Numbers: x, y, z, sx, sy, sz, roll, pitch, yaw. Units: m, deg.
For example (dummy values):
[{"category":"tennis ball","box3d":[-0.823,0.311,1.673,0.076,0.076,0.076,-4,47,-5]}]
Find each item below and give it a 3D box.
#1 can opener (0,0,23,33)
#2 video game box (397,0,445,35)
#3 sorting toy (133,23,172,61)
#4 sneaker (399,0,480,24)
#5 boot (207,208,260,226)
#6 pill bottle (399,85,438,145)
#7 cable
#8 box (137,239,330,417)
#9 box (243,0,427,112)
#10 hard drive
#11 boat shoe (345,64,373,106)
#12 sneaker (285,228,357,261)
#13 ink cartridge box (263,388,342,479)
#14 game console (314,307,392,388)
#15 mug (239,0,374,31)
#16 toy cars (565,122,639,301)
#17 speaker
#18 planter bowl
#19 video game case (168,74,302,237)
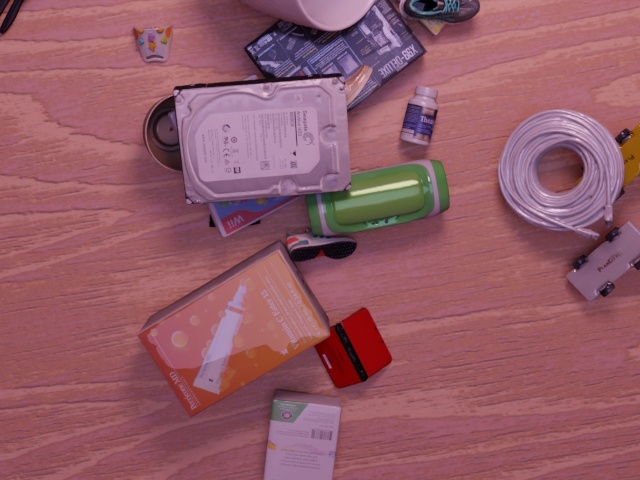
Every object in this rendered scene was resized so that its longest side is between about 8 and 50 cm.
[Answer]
[{"category":"can opener","box3d":[-0.637,-0.518,1.861,0.059,0.073,0.186,38,104,-14]},{"category":"video game box","box3d":[0.232,-0.569,1.875,0.205,0.048,0.187,44,93,-6]},{"category":"sorting toy","box3d":[-0.355,-0.417,1.893,0.083,0.045,0.075,-3,117,-1]},{"category":"sneaker","box3d":[0.248,-0.477,1.828,0.166,0.076,0.065,-2,100,-1]},{"category":"boot","box3d":[-0.192,-0.080,1.935,0.121,0.045,0.099,-2,95,0]},{"category":"pill bottle","box3d":[0.214,-0.266,1.905,0.067,0.067,0.120,13,97,-3]},{"category":"cable","box3d":[0.507,-0.147,1.880,0.257,0.089,0.257,14,102,21]},{"category":"box","box3d":[-0.180,0.183,1.906,0.345,0.168,0.215,-31,97,3]},{"category":"box","box3d":[0.032,-0.401,1.879,0.307,0.076,0.242,-38,97,4]},{"category":"hard drive","box3d":[-0.113,-0.202,1.778,0.338,0.064,0.237,-5,109,-5]},{"category":"boat shoe","box3d":[0.036,-0.300,1.823,0.059,0.063,0.170,40,97,-13]},{"category":"sneaker","box3d":[0.000,0.000,1.941,0.161,0.075,0.057,-6,137,-22]},{"category":"ink cartridge box","box3d":[-0.041,0.452,1.983,0.154,0.093,0.212,6,96,-1]},{"category":"game console","box3d":[0.068,0.242,1.997,0.124,0.085,0.144,-22,98,33]},{"category":"mug","box3d":[-0.076,-0.615,1.699,0.276,0.328,0.374,-30,132,-38]},{"category":"toy cars","box3d":[0.642,-0.060,1.931,0.176,0.087,0.394,8,101,24]},{"category":"speaker","box3d":[0.119,-0.091,1.898,0.296,0.131,0.131,-11,98,0]},{"category":"planter bowl","box3d":[-0.302,-0.229,1.866,0.162,0.109,0.162,-5,103,-26]},{"category":"video game case","box3d":[-0.173,-0.176,1.865,0.204,0.025,0.285,-29,112,-19]}]
